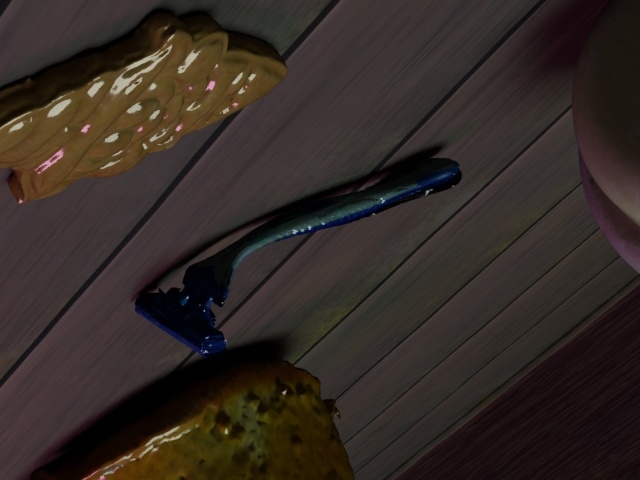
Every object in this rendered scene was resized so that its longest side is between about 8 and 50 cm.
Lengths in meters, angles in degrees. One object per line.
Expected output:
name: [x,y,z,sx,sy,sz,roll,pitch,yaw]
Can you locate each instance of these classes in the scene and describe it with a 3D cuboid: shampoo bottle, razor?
shampoo bottle: [0.379,-0.087,1.369,0.322,0.322,0.317,-37,146,16]
razor: [-0.001,-0.010,1.379,0.324,0.093,0.056,-29,130,-30]

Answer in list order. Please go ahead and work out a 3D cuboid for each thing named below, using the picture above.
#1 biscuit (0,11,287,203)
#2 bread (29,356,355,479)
biscuit: [-0.107,-0.079,0.968,0.250,0.035,0.162,-21,166,-45]
bread: [-0.132,0.277,1.739,0.358,0.204,0.337,-12,150,-51]
